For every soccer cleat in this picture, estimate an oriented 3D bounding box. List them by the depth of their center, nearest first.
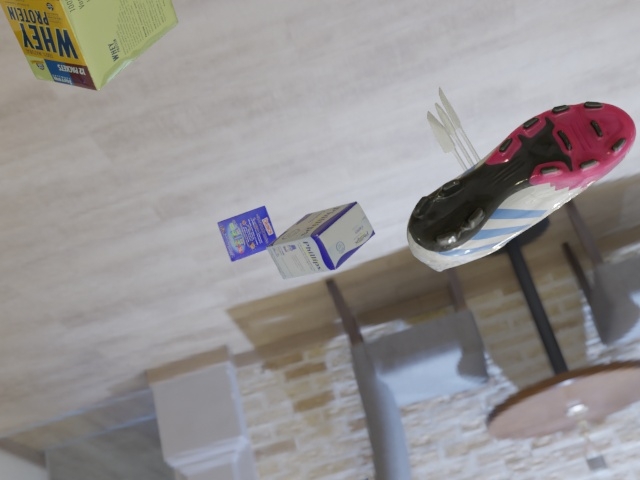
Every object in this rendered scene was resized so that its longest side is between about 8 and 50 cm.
[{"bbox_3d":[0.260,-0.070,1.225,0.331,0.116,0.143,-29,156,-1],"label":"soccer cleat"}]

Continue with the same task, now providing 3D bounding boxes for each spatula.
[{"bbox_3d":[0.274,-0.165,1.762,0.019,0.168,0.242,-25,109,23],"label":"spatula"}]

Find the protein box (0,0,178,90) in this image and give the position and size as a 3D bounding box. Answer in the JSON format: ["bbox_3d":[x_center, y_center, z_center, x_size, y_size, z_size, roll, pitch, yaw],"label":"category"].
[{"bbox_3d":[-0.347,-0.365,1.360,0.136,0.201,0.199,15,139,30],"label":"protein box"}]

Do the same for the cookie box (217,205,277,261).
[{"bbox_3d":[-0.152,-0.014,1.935,0.107,0.091,0.040,-20,-175,-8],"label":"cookie box"}]

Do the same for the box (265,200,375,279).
[{"bbox_3d":[0.000,0.000,1.591,0.137,0.072,0.126,-13,-159,45],"label":"box"}]

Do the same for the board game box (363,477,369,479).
[{"bbox_3d":[0.105,0.575,1.760,0.039,0.160,0.211,-37,-177,22],"label":"board game box"}]
